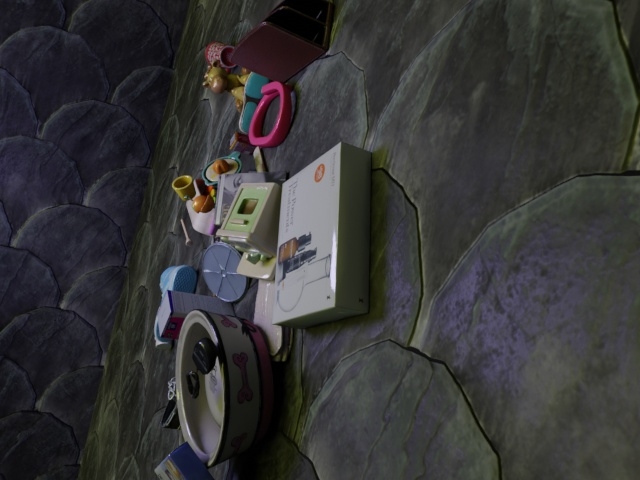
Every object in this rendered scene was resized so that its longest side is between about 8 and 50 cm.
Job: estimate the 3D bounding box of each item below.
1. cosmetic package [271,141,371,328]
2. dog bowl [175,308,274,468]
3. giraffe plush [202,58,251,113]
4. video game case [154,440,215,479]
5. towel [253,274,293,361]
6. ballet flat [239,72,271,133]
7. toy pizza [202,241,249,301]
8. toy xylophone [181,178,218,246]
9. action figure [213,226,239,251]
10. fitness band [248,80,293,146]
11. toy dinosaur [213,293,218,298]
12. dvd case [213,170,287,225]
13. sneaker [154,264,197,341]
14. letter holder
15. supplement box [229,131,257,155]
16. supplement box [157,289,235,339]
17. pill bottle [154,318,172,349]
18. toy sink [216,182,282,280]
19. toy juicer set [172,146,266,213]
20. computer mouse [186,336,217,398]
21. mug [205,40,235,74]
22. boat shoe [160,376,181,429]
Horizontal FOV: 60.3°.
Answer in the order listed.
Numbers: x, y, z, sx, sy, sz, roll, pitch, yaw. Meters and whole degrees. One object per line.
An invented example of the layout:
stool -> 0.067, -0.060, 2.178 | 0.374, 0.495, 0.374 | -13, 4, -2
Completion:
cosmetic package -> 0.000, 0.000, 1.291 | 0.284, 0.097, 0.378 | -25, 57, 53
dog bowl -> -0.262, 0.386, 1.482 | 0.408, 0.150, 0.409 | -3, 86, 60
giraffe plush -> -0.351, -0.606, 2.103 | 0.182, 0.170, 0.210 | -67, 30, 18
video game case -> -0.313, 0.667, 1.426 | 0.270, 0.061, 0.244 | 51, 144, 9
towel -> -0.129, 0.188, 1.490 | 0.187, 0.049, 0.283 | -22, 59, 56
ballet flat -> -0.235, -0.503, 1.956 | 0.086, 0.086, 0.249 | 49, 122, 56
toy pizza -> -0.303, 0.101, 1.779 | 0.201, 0.032, 0.202 | 11, 110, 32
toy xylophone -> -0.486, -0.119, 2.235 | 0.236, 0.081, 0.323 | -60, 32, 28
action figure -> -0.300, -0.043, 1.858 | 0.185, 0.099, 0.285 | 47, 123, 49
fitness band -> -0.164, -0.409, 1.804 | 0.290, 0.054, 0.209 | 14, 91, 63
toy dinosaur -> -0.348, 0.201, 1.889 | 0.112, 0.064, 0.212 | 124, 159, -67
dvd case -> -0.210, -0.126, 1.649 | 0.221, 0.018, 0.165 | -1, 72, 16
sneaker -> -0.612, 0.250, 2.269 | 0.208, 0.127, 0.319 | 7, 75, 60
letter holder -> -0.133, -0.624, 1.667 | 0.301, 0.214, 0.152 | -9, 71, 60
supplement box -> -0.271, -0.340, 1.935 | 0.055, 0.083, 0.043 | -43, 42, 46
supplement box -> -0.398, 0.249, 1.773 | 0.111, 0.219, 0.114 | -63, 32, 25
pill bottle -> -0.666, 0.390, 2.349 | 0.078, 0.078, 0.137 | -47, 39, 43
toy sink -> -0.177, -0.029, 1.491 | 0.152, 0.131, 0.234 | 7, 69, 45
toy juicer set -> -0.296, -0.205, 1.764 | 0.209, 0.328, 0.090 | 45, 159, 42
computer mouse -> -0.290, 0.316, 1.359 | 0.071, 0.041, 0.242 | 49, 138, 22
mug -> -0.409, -0.786, 2.389 | 0.113, 0.150, 0.169 | -41, 33, -10
boat shoe -> -0.487, 0.529, 1.936 | 0.307, 0.104, 0.113 | -66, 30, 19
